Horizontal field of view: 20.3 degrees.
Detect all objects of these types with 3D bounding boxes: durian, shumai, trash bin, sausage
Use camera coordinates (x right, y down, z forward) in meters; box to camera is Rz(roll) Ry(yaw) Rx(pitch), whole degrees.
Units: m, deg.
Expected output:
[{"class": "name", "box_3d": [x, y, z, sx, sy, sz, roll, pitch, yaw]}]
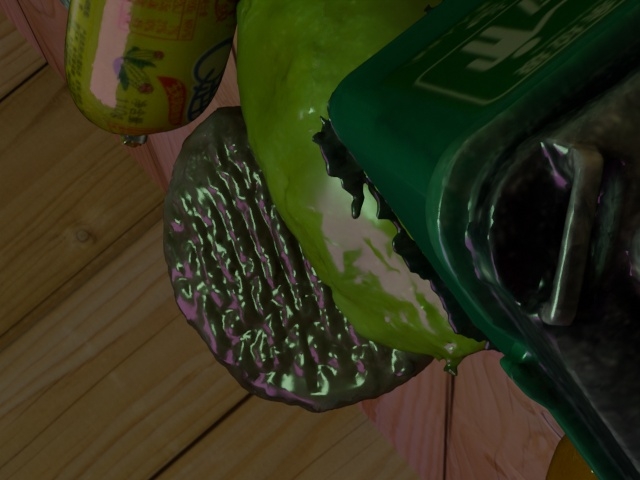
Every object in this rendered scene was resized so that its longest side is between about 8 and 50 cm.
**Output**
[{"class": "durian", "box_3d": [0.054, -0.066, 1.227, 0.340, 0.204, 0.256, 51, -178, -3]}, {"class": "shumai", "box_3d": [0.000, 0.000, 1.769, 0.314, 0.267, 0.262, 54, -166, 1]}, {"class": "trash bin", "box_3d": [0.174, -0.011, 0.801, 0.295, 0.259, 0.381, 53, 177, -19]}, {"class": "sausage", "box_3d": [-0.108, -0.213, 1.268, 0.123, 0.123, 0.347, 42, 131, 38]}]

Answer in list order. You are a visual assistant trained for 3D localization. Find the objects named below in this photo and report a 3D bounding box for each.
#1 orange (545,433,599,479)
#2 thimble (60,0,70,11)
[{"class": "orange", "box_3d": [0.266, 0.229, 1.590, 0.157, 0.134, 0.156, 59, 172, 13]}, {"class": "thimble", "box_3d": [-0.127, -0.243, 1.458, 0.149, 0.185, 0.211, 52, -157, -2]}]
